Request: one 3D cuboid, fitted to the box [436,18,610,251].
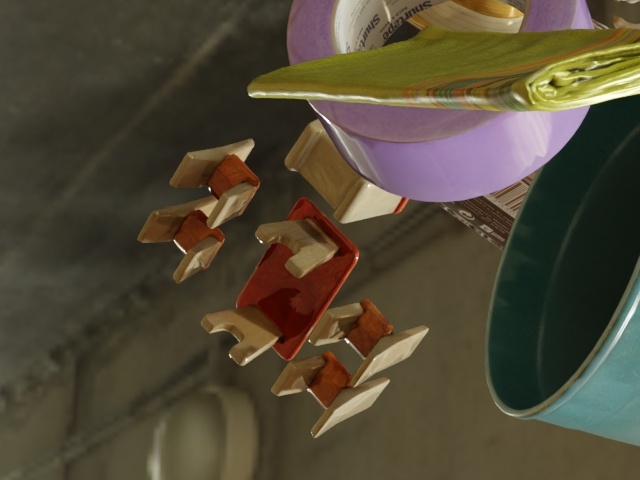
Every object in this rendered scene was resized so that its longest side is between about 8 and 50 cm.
[{"bbox_3d":[0.227,-0.115,1.791,0.168,0.203,0.167,36,158,-8],"label":"box"}]

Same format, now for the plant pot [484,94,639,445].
[{"bbox_3d":[0.299,0.044,1.292,0.255,0.272,0.271,20,156,-12],"label":"plant pot"}]

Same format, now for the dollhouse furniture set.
[{"bbox_3d":[0.000,0.000,1.568,0.135,0.262,0.259,-20,151,-50],"label":"dollhouse furniture set"}]

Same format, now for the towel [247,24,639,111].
[{"bbox_3d":[0.061,-0.071,0.672,0.102,0.021,0.237,-13,-169,-24],"label":"towel"}]

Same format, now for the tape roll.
[{"bbox_3d":[0.079,-0.125,1.095,0.189,0.189,0.080,-6,152,16],"label":"tape roll"}]

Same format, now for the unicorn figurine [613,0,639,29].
[{"bbox_3d":[0.277,-0.224,1.336,0.111,0.162,0.060,-10,170,13],"label":"unicorn figurine"}]

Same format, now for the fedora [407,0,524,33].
[{"bbox_3d":[0.135,-0.236,1.494,0.194,0.194,0.079,7,125,-17],"label":"fedora"}]
